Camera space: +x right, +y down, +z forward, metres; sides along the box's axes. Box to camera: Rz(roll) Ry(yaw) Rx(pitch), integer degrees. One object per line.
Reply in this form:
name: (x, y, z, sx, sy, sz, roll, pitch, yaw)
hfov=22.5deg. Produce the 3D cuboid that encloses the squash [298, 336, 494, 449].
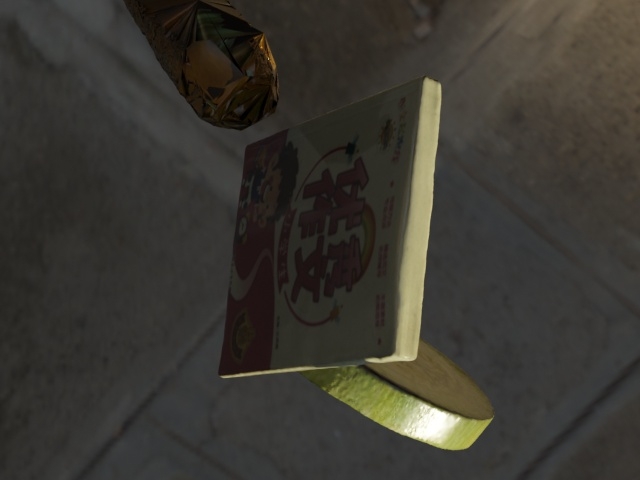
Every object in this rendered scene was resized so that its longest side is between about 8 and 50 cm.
squash: (0.042, 0.106, 1.432, 0.252, 0.252, 0.049, 30, 99, -19)

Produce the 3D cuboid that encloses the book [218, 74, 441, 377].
book: (0.000, 0.000, 0.986, 0.022, 0.232, 0.162, 11, 78, -26)

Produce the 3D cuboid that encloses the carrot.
carrot: (-0.096, -0.160, 1.093, 0.069, 0.229, 0.069, -19, 139, -18)
